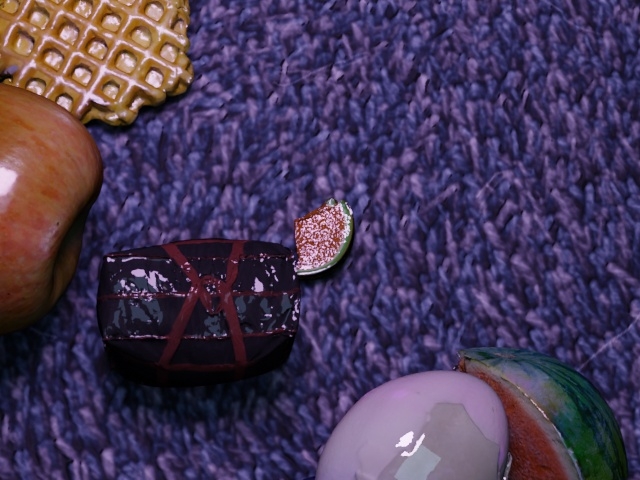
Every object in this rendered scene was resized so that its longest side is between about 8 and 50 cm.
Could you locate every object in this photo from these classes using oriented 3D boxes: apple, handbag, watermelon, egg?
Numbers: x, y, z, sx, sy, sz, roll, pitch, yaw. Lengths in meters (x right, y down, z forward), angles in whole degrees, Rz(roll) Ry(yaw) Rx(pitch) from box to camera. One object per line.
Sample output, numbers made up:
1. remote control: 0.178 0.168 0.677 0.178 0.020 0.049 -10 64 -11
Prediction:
1. apple: -0.355 -0.038 1.260 0.264 0.264 0.264 2 77 -9
2. handbag: -0.126 0.073 1.313 0.215 0.169 0.155 -2 77 -9
3. watermelon: 0.272 0.192 1.394 0.146 0.128 0.231 -22 79 -32
4. egg: 0.106 0.228 1.311 0.183 0.183 0.217 43 64 2

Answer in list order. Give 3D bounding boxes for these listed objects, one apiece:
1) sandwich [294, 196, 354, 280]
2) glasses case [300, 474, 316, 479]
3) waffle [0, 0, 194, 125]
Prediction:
1. sandwich: 0.004 -0.002 1.428 0.069 0.026 0.101 2 74 -5
2. glasses case: -0.019 0.278 1.358 0.083 0.023 0.033 -16 82 -13
3. waffle: -0.267 -0.246 1.427 0.245 0.052 0.254 -14 80 -11
